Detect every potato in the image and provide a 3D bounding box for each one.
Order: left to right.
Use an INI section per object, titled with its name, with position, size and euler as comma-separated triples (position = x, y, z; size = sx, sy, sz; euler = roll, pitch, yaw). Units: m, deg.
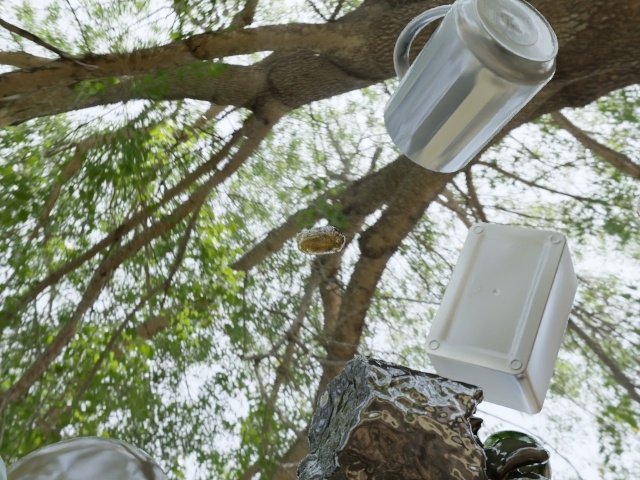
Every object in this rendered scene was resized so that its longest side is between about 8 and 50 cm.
[potato]
position = 0.000, 0.000, 1.012
size = 0.083, 0.051, 0.040
euler = -7, -57, -26

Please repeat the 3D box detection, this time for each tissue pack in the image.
[tissue pack]
position = 0.282, 0.113, 0.983
size = 0.246, 0.159, 0.136
euler = -62, -38, -24

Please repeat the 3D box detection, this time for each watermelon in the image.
[watermelon]
position = 0.271, 0.308, 0.870
size = 0.105, 0.062, 0.106
euler = 4, -117, -9

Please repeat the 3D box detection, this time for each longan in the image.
[longan]
position = -0.475, 0.554, 1.225
size = 0.404, 0.404, 0.336
euler = -2, -97, -16

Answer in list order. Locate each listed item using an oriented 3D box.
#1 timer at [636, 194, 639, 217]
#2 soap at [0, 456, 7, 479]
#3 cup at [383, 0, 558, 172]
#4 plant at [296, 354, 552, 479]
[timer]
position = 0.770, -0.092, 1.263
size = 0.240, 0.233, 0.234
euler = 6, -77, -42
[soap]
position = -0.391, 0.312, 0.460
size = 0.115, 0.347, 0.208
euler = -9, -88, 23
[cup]
position = 0.288, -0.362, 1.337
size = 0.236, 0.327, 0.323
euler = -16, -113, -32
[plant]
position = 0.124, 0.257, 0.719
size = 0.276, 0.188, 0.199
euler = 30, -50, -4
